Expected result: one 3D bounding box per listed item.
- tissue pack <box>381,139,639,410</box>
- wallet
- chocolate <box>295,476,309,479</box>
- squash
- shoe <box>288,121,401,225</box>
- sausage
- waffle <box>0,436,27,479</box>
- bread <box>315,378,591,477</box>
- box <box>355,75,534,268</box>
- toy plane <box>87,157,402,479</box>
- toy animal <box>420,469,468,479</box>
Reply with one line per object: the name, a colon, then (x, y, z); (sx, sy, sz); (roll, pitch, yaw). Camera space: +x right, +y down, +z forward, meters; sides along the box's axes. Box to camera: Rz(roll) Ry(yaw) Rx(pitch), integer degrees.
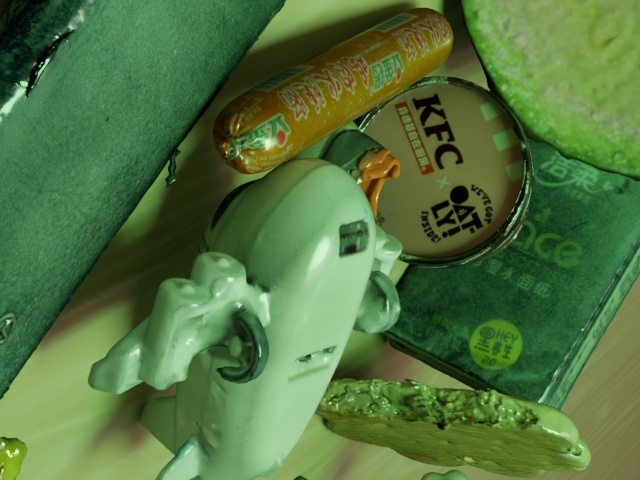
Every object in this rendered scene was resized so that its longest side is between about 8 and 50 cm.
tissue pack: (0.198, 0.026, 1.285); (0.257, 0.185, 0.081); (-57, 153, -12)
wallet: (-0.134, -0.071, 0.750); (0.379, 0.046, 0.190); (-59, 155, -11)
chocolate: (-0.058, 0.351, 1.239); (0.254, 0.080, 0.156); (-39, 145, -40)
squash: (0.311, -0.236, 1.142); (0.309, 0.310, 0.310); (-31, 139, -55)
shoe: (0.000, 0.002, 1.025); (0.074, 0.077, 0.194); (-3, 116, -61)
sausage: (0.020, -0.113, 0.943); (0.348, 0.053, 0.053); (-37, 145, -56)
waffle: (-0.269, 0.139, 0.629); (0.307, 0.060, 0.311); (-27, 151, -38)
bread: (0.123, 0.173, 1.233); (0.182, 0.251, 0.039); (47, 51, -58)
box: (0.105, -0.047, 1.107); (0.151, 0.151, 0.135); (-63, 163, 0)
toy plane: (-0.044, 0.061, 0.911); (0.267, 0.123, 0.266); (-39, 151, -27)
toy animal: (0.067, 0.404, 1.239); (0.363, 0.181, 0.180); (-49, 165, -15)
